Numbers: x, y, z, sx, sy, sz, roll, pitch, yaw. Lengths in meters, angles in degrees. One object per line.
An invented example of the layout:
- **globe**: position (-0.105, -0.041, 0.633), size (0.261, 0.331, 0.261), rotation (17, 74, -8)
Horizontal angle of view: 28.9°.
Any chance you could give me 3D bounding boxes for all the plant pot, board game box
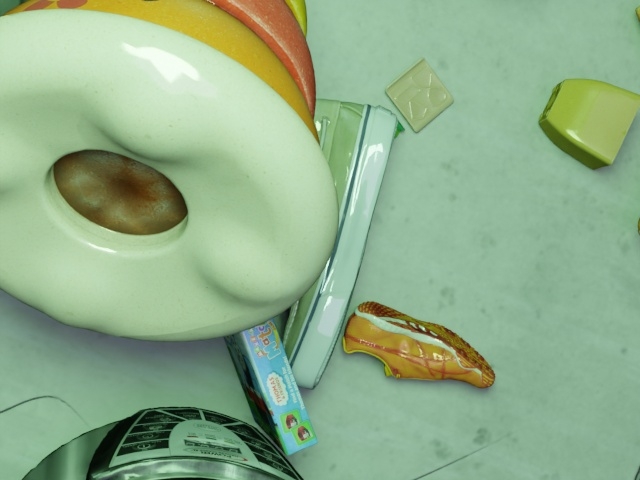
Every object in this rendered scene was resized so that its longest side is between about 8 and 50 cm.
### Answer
- **plant pot**: position (0.284, -0.132, 1.341), size (0.083, 0.081, 0.081), rotation (25, 88, -1)
- **board game box**: position (-0.070, 0.094, 1.234), size (0.039, 0.160, 0.211), rotation (-20, 98, -12)

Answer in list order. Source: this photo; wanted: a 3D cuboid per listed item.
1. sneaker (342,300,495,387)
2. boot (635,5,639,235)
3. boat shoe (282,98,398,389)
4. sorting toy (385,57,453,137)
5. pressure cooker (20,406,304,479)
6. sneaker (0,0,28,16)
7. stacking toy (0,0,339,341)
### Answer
- **sneaker**: position (0.105, 0.122, 1.335), size (0.175, 0.064, 0.067), rotation (23, 109, -8)
- **boot**: position (0.402, -0.164, 1.360), size (0.295, 0.104, 0.211), rotation (-40, 96, -12)
- **boat shoe**: position (0.000, 0.000, 1.285), size (0.094, 0.109, 0.302), rotation (15, 82, 3)
- **sorting toy**: position (0.095, -0.147, 1.329), size (0.083, 0.012, 0.062), rotation (-40, 106, -10)
- **pressure cooker**: position (-0.128, 0.369, 1.109), size (0.370, 0.420, 0.375), rotation (-37, 101, -5)
- **sneaker**: position (-0.267, -0.185, 1.209), size (0.139, 0.125, 0.341), rotation (-13, 100, -32)
- **stacking toy**: position (-0.128, -0.181, 1.112), size (0.350, 0.350, 0.480), rotation (24, 47, -13)
